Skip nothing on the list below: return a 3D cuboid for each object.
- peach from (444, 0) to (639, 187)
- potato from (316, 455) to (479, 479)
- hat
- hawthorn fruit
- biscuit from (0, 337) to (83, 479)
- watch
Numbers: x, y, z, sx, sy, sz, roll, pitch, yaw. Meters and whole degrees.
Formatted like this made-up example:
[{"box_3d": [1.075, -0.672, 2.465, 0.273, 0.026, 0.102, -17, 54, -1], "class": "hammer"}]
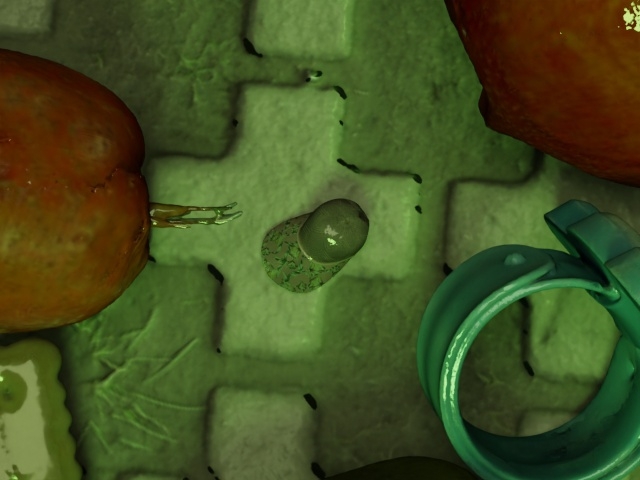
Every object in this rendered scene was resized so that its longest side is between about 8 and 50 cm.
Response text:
[{"box_3d": [0.262, -0.201, 1.159, 0.372, 0.373, 0.290, 3, 44, 2], "class": "peach"}, {"box_3d": [0.000, 0.255, 1.105, 0.307, 0.210, 0.173, -16, 118, 4], "class": "potato"}, {"box_3d": [-0.003, 0.001, 1.240, 0.087, 0.042, 0.058, -24, 77, -4], "class": "hat"}, {"box_3d": [-0.205, -0.028, 1.177, 0.299, 0.211, 0.211, 8, 77, -12], "class": "hawthorn fruit"}, {"box_3d": [-0.260, 0.240, 1.170, 0.217, 0.044, 0.325, -11, 84, 0], "class": "biscuit"}, {"box_3d": [0.174, 0.088, 1.158, 0.193, 0.211, 0.211, -40, 79, 3], "class": "watch"}]
